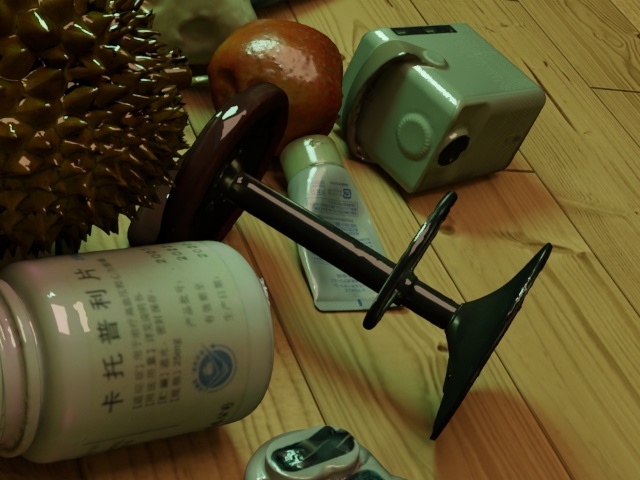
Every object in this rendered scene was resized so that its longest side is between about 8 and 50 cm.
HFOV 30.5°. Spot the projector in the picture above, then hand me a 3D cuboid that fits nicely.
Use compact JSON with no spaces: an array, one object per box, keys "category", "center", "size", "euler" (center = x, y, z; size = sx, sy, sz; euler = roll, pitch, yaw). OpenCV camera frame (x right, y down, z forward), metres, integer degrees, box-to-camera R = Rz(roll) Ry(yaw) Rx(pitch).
[{"category":"projector","center":[0.143,-0.173,1.510],"size":[0.243,0.163,0.177],"euler":[-12,49,-45]}]

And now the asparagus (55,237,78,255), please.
[{"category":"asparagus","center":[-0.247,0.030,1.148],"size":[0.025,0.021,0.108],"euler":[10,39,-21]}]

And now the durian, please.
[{"category":"durian","center":[-0.302,-0.134,0.997],"size":[0.385,0.347,0.347],"euler":[-3,40,-2]}]

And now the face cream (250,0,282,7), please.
[{"category":"face cream","center":[-0.052,-0.407,1.754],"size":[0.136,0.086,0.385],"euler":[37,33,12]}]

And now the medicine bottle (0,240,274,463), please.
[{"category":"medicine bottle","center":[-0.197,0.093,0.975],"size":[0.293,0.170,0.170],"euler":[-6,46,-35]}]

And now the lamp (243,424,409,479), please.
[{"category":"lamp","center":[0.025,0.258,0.953],"size":[0.180,0.108,0.246],"euler":[-10,42,-33]}]

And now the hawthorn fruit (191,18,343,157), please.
[{"category":"hawthorn fruit","center":[-0.114,-0.188,1.401],"size":[0.286,0.165,0.165],"euler":[6,39,-5]}]

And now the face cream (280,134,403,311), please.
[{"category":"face cream","center":[0.014,-0.014,1.334],"size":[0.114,0.070,0.224],"euler":[-2,56,-27]}]

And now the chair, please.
[{"category":"chair","center":[0.000,0.000,1.161],"size":[0.401,0.226,0.226],"euler":[31,37,9]}]

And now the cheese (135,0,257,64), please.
[{"category":"cheese","center":[-0.171,-0.325,1.458],"size":[0.248,0.251,0.173],"euler":[21,19,-24]}]
